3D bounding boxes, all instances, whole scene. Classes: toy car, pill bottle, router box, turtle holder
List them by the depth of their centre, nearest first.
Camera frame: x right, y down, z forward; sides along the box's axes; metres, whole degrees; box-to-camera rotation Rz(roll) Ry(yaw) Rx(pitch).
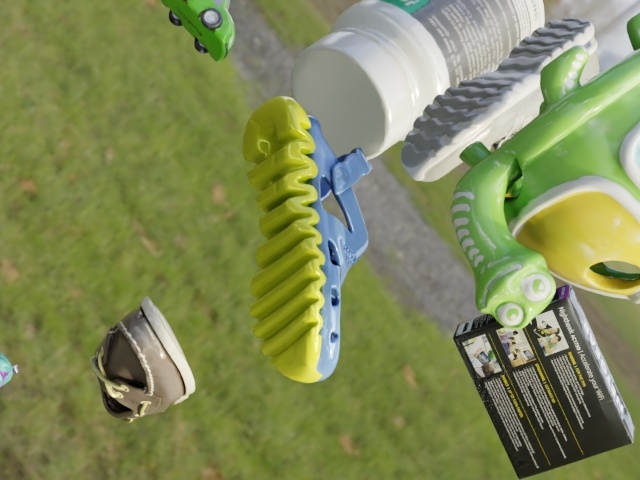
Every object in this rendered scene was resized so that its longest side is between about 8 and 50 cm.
[{"bbox_3d":[0.276,-0.059,1.410,0.227,0.243,0.320,54,33,7],"label":"turtle holder"},{"bbox_3d":[-0.156,-0.278,1.504,0.225,0.053,0.239,48,-22,9],"label":"toy car"},{"bbox_3d":[0.238,0.152,1.562,0.179,0.133,0.046,65,20,-12],"label":"router box"},{"bbox_3d":[0.137,-0.266,2.053,0.204,0.204,0.361,52,52,1],"label":"pill bottle"}]

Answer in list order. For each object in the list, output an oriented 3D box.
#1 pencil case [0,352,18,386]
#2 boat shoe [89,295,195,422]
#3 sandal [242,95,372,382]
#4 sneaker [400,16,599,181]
[{"bbox_3d":[-0.512,0.221,2.146,0.152,0.064,0.070,-49,132,-47],"label":"pencil case"},{"bbox_3d":[-0.214,0.149,1.719,0.117,0.096,0.324,63,-12,9],"label":"boat shoe"},{"bbox_3d":[0.000,0.000,1.614,0.138,0.126,0.317,12,70,-37],"label":"sandal"},{"bbox_3d":[0.219,-0.137,1.669,0.105,0.281,0.115,28,-31,60],"label":"sneaker"}]
